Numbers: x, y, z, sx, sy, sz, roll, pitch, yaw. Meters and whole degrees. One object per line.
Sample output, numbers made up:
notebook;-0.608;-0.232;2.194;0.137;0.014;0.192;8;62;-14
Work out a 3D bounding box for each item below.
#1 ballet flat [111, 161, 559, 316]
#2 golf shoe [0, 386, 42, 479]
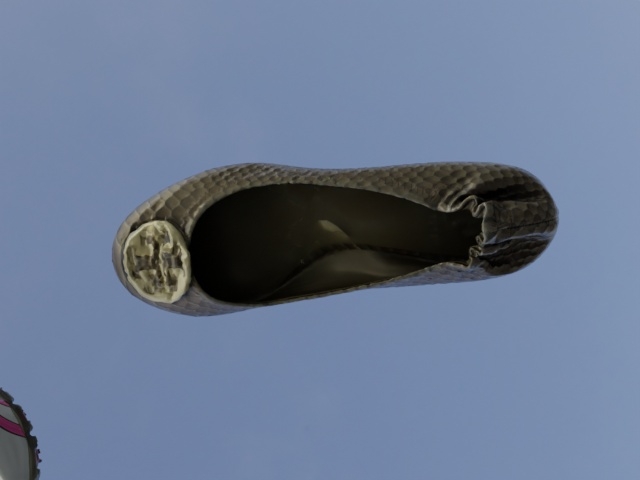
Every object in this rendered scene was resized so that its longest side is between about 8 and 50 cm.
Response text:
ballet flat;0.000;0.000;0.569;0.058;0.250;0.084;-50;-46;-71
golf shoe;-0.296;0.133;0.844;0.186;0.067;0.086;52;-147;10
